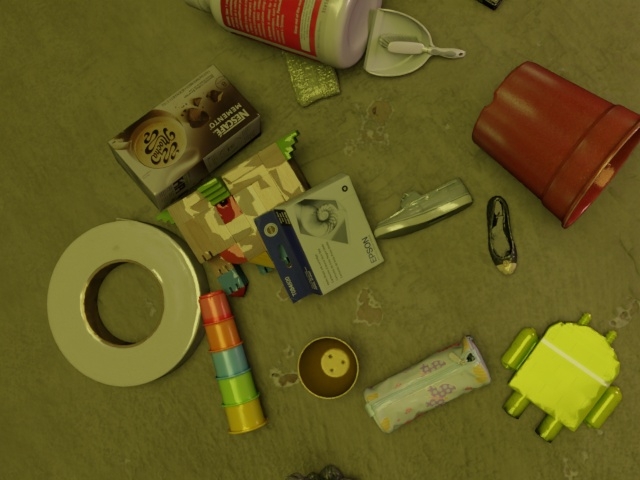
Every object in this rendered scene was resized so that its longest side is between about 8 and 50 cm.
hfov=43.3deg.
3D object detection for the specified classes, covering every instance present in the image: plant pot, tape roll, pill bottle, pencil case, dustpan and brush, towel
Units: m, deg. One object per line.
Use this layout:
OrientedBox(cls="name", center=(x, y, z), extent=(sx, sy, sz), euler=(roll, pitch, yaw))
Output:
OrientedBox(cls="plant pot", center=(0.026, 0.275, 1.781), extent=(0.134, 0.095, 0.134), euler=(0, 88, 12))
OrientedBox(cls="plant pot", center=(0.471, -0.210, 1.631), extent=(0.265, 0.272, 0.272), euler=(40, 96, 18))
OrientedBox(cls="tape roll", center=(-0.451, 0.144, 1.895), extent=(0.392, 0.072, 0.391), euler=(0, 88, 12))
OrientedBox(cls="pill bottle", center=(-0.091, -0.537, 1.750), extent=(0.408, 0.229, 0.228), euler=(22, 93, 17))
OrientedBox(cls="pencil case", center=(0.228, 0.310, 1.725), extent=(0.273, 0.124, 0.113), euler=(-29, 83, 10))
OrientedBox(cls="dustpan and brush", center=(0.213, -0.424, 1.770), extent=(0.211, 0.060, 0.147), euler=(-1, 123, -18))
OrientedBox(cls="towel", center=(-0.020, -0.388, 1.843), extent=(0.110, 0.027, 0.148), euler=(-19, 84, 10))

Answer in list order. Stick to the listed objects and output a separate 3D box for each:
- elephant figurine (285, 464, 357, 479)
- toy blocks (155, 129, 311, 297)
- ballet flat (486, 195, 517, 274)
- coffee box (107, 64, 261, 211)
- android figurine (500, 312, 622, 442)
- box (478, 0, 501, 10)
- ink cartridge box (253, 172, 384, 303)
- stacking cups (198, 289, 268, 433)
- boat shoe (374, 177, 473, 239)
OrientedBox(cls="elephant figurine", center=(-0.005, 0.582, 1.705), extent=(0.186, 0.239, 0.169), euler=(31, 94, 11))
OrientedBox(cls="toy blocks", center=(-0.144, -0.037, 1.801), extent=(0.382, 0.191, 0.260), euler=(-31, 94, 10))
OrientedBox(cls="ballet flat", center=(0.386, -0.011, 1.737), extent=(0.058, 0.049, 0.173), euler=(-11, 86, 12))
OrientedBox(cls="coffee box", center=(-0.296, -0.228, 1.801), extent=(0.297, 0.119, 0.168), euler=(-39, 80, -13))
OrientedBox(cls="android figurine", center=(0.512, 0.282, 1.701), extent=(0.248, 0.056, 0.272), euler=(34, 96, 11))
OrientedBox(cls="box", center=(0.358, -0.631, 1.762), extent=(0.184, 0.045, 0.190), euler=(35, 95, 8))
OrientedBox(cls="ink cartridge box", center=(0.000, 0.000, 1.736), extent=(0.224, 0.045, 0.223), euler=(-29, 111, -11))
OrientedBox(cls="stacking cups", center=(-0.197, 0.267, 1.814), extent=(0.096, 0.096, 0.316), euler=(-12, 91, 11))
OrientedBox(cls="boat shoe", center=(0.215, -0.071, 1.761), extent=(0.228, 0.079, 0.081), euler=(-22, 75, -1))
